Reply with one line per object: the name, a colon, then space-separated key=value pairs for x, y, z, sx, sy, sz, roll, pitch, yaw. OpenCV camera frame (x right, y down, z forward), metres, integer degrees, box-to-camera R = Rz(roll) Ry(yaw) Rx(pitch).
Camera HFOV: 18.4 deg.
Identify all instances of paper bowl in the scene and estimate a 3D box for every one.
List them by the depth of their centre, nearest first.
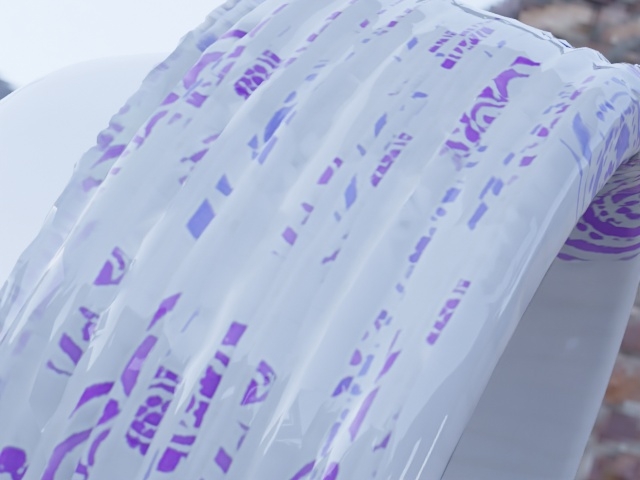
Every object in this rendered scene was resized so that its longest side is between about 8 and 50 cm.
paper bowl: x=-0.031 y=0.068 z=0.483 sx=0.148 sy=0.284 sz=0.284 roll=23 pitch=-16 yaw=15
